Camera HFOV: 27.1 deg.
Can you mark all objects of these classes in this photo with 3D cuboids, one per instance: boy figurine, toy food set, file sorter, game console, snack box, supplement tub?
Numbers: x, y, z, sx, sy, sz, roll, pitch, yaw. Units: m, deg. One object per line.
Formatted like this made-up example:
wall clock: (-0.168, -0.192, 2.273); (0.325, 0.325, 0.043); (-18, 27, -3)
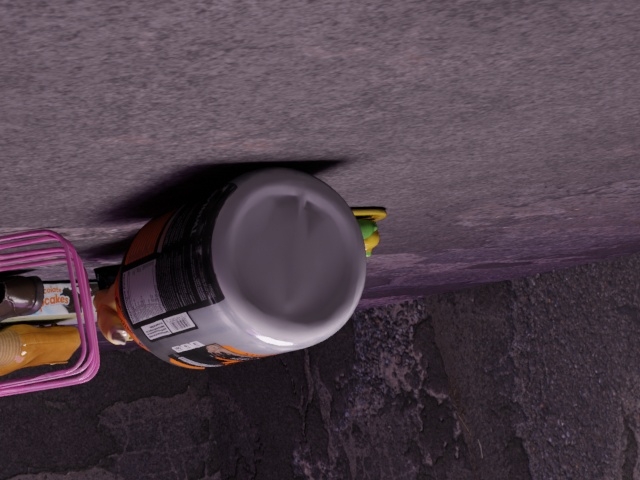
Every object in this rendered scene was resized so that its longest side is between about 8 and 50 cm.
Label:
boy figurine: (-0.260, 0.081, 1.906); (0.092, 0.177, 0.285); (32, 147, -13)
toy food set: (0.000, 0.000, 1.900); (0.217, 0.071, 0.128); (-3, 171, -34)
file sorter: (-0.403, 0.104, 1.799); (0.182, 0.202, 0.291); (-10, 173, -7)
game console: (-0.246, 0.068, 2.314); (0.213, 0.044, 0.361); (-7, 173, 6)
snack box: (-0.483, 0.114, 2.333); (0.187, 0.060, 0.322); (-14, 170, 44)
supplement tub: (-0.110, 0.043, 1.578); (0.207, 0.207, 0.338); (-4, 172, -29)

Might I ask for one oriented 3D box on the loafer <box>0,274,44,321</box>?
loafer: (-0.532, 0.092, 2.098); (0.220, 0.080, 0.078); (-19, 158, 35)

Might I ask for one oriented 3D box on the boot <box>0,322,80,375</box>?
boot: (-0.568, 0.207, 2.339); (0.211, 0.104, 0.295); (0, 168, -42)
